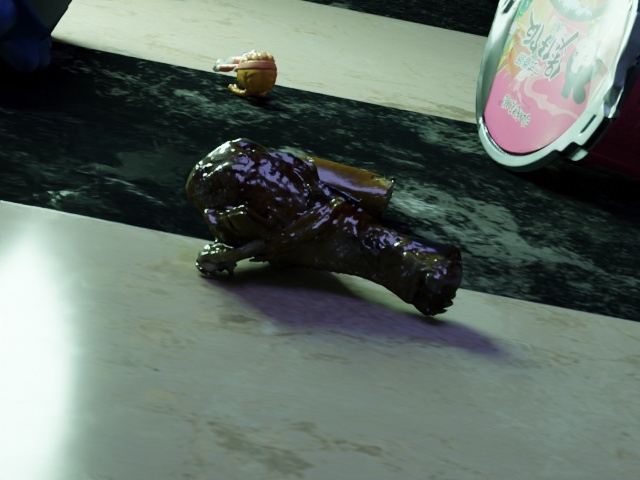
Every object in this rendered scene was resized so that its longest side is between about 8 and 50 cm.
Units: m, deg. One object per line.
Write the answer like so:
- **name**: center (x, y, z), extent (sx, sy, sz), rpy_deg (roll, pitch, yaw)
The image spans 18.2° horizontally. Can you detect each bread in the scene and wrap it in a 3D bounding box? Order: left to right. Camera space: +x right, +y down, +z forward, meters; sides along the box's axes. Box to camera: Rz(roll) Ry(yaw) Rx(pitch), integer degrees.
- **bread**: center (0.016, -0.041, 1.591), extent (0.083, 0.036, 0.047), rpy_deg (14, 23, 2)

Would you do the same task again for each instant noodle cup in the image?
- **instant noodle cup**: center (0.292, -0.159, 1.906), extent (0.182, 0.258, 0.302), rpy_deg (21, 43, -25)

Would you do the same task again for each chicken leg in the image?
- **chicken leg**: center (0.000, -0.003, 1.377), extent (0.196, 0.080, 0.125), rpy_deg (18, 24, -7)

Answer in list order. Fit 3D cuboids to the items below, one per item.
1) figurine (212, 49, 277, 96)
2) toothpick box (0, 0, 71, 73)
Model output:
- **figurine**: center (-0.074, -0.167, 1.986), extent (0.064, 0.047, 0.109), rpy_deg (-2, 10, -21)
- **toothpick box**: center (-0.323, -0.287, 1.906), extent (0.263, 0.263, 0.354), rpy_deg (11, 15, -4)
